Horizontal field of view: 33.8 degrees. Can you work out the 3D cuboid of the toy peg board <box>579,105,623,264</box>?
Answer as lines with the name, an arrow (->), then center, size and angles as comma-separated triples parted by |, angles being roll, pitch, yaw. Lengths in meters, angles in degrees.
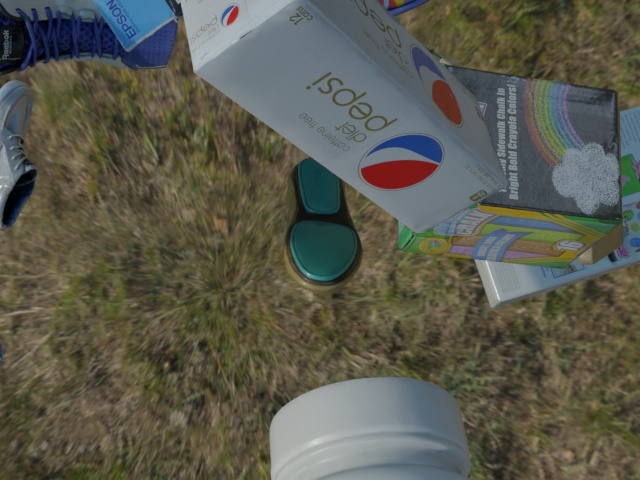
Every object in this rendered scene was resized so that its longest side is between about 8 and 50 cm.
toy peg board -> 0.276, -0.064, 1.160 | 0.079, 0.161, 0.161 | -1, 97, 27

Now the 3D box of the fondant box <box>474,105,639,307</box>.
fondant box -> 0.398, -0.053, 1.703 | 0.330, 0.096, 0.238 | -17, 78, -1

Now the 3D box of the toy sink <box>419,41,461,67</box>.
toy sink -> 0.121, -0.229, 1.528 | 0.234, 0.153, 0.131 | 32, 107, 6

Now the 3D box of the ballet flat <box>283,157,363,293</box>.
ballet flat -> 0.000, 0.000, 1.082 | 0.080, 0.232, 0.073 | 8, 124, -4

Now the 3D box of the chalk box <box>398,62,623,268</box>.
chalk box -> 0.140, -0.064, 0.936 | 0.212, 0.132, 0.133 | 7, 69, -9

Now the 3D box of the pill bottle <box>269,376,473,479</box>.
pill bottle -> 0.063, 0.334, 0.916 | 0.224, 0.224, 0.392 | -4, 55, -5

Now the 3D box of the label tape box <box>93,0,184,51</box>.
label tape box -> -0.141, -0.414, 1.229 | 0.347, 0.115, 0.249 | -33, 93, 6

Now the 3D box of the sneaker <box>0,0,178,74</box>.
sneaker -> -0.352, -0.270, 1.380 | 0.315, 0.182, 0.128 | 13, 124, -4

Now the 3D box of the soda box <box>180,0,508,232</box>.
soda box -> 0.019, -0.084, 0.584 | 0.069, 0.216, 0.074 | -31, 53, 24

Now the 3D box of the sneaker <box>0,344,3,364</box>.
sneaker -> -0.268, 0.068, 0.537 | 0.091, 0.240, 0.126 | 47, 108, 28

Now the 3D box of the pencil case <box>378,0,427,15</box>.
pencil case -> -0.020, -0.273, 0.654 | 0.119, 0.133, 0.306 | -9, 123, 25

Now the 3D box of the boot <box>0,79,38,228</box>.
boot -> -0.532, -0.145, 1.832 | 0.123, 0.095, 0.258 | 19, 87, 24
